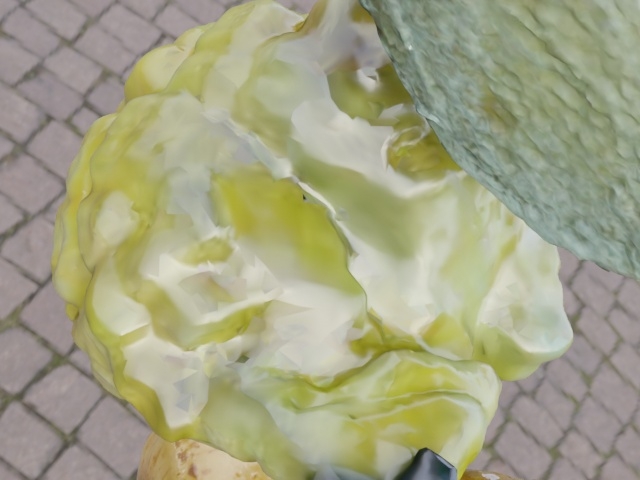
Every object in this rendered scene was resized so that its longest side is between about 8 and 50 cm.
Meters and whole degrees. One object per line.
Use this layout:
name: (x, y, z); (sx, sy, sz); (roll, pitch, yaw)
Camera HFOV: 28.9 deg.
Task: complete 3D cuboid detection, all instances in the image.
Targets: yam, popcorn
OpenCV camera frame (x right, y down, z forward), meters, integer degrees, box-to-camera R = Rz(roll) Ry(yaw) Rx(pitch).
yam: (0.190, -0.139, 0.498); (0.348, 0.241, 0.241); (-33, 79, -29)
popcorn: (-0.001, 0.002, 0.661); (0.293, 0.237, 0.293); (-1, 72, 4)

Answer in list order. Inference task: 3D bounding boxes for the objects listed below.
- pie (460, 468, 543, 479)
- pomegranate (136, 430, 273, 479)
pie: (0.071, 0.263, 0.577); (0.339, 0.083, 0.339); (-4, 61, 8)
pomegranate: (-0.063, 0.225, 1.050); (0.215, 0.215, 0.215); (21, 46, -23)
